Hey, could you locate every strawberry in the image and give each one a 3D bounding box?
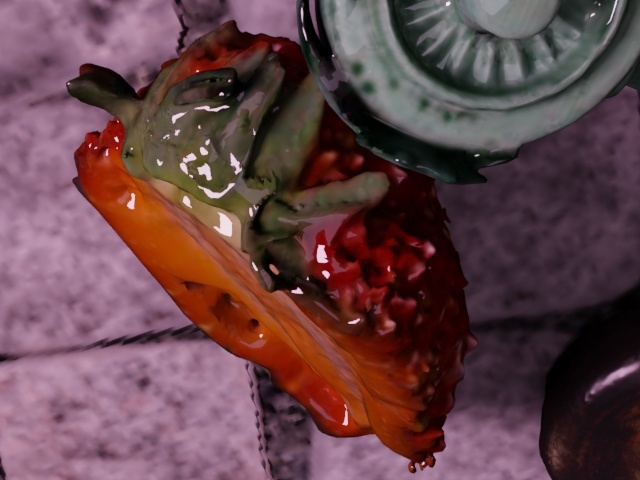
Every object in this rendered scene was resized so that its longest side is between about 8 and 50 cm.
[{"bbox_3d":[-0.001,-0.002,0.513,0.192,0.140,0.085,42,72,-14],"label":"strawberry"}]

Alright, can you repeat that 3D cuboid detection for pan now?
[{"bbox_3d":[0.191,0.071,0.602,0.212,0.040,0.115,-7,125,2],"label":"pan"}]

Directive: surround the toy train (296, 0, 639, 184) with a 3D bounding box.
[{"bbox_3d":[-0.021,-0.190,0.386,0.397,0.160,0.253,25,109,-16],"label":"toy train"}]
